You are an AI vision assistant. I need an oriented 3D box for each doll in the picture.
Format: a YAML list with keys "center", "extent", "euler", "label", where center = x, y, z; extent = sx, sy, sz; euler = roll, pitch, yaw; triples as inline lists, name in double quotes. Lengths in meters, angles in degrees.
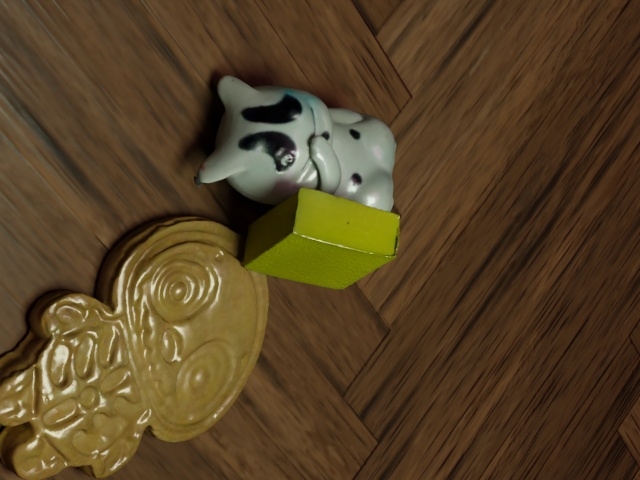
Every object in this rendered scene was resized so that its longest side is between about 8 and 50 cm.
- center: [-0.012, -0.072, 1.366]
  extent: [0.180, 0.107, 0.110]
  euler: [22, 67, -46]
  label: "doll"

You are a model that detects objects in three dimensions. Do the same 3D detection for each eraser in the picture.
- center: [0.000, 0.000, 1.335]
  extent: [0.097, 0.122, 0.045]
  euler: [14, 70, -18]
  label: "eraser"

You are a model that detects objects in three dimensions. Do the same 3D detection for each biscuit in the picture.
- center: [-0.154, 0.094, 1.328]
  extent: [0.288, 0.044, 0.202]
  euler: [-28, 121, -38]
  label: "biscuit"
